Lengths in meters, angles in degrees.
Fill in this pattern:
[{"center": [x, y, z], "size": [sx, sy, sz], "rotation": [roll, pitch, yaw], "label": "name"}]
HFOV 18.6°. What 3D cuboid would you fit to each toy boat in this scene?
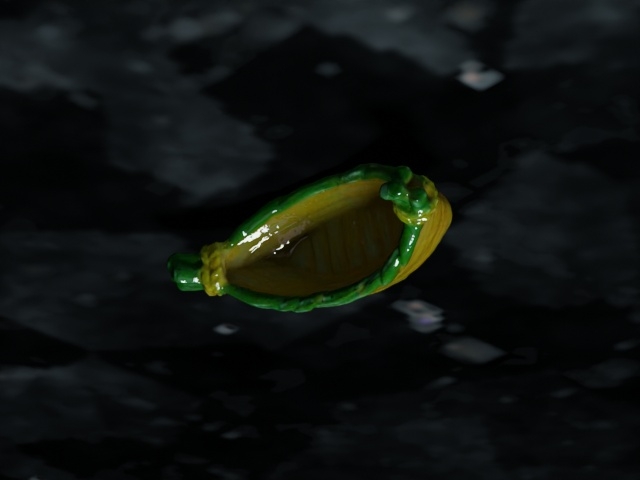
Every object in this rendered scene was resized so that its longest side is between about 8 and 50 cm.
[{"center": [0.000, 0.000, 1.298], "size": [0.229, 0.089, 0.088], "rotation": [-22, 157, 40], "label": "toy boat"}]
